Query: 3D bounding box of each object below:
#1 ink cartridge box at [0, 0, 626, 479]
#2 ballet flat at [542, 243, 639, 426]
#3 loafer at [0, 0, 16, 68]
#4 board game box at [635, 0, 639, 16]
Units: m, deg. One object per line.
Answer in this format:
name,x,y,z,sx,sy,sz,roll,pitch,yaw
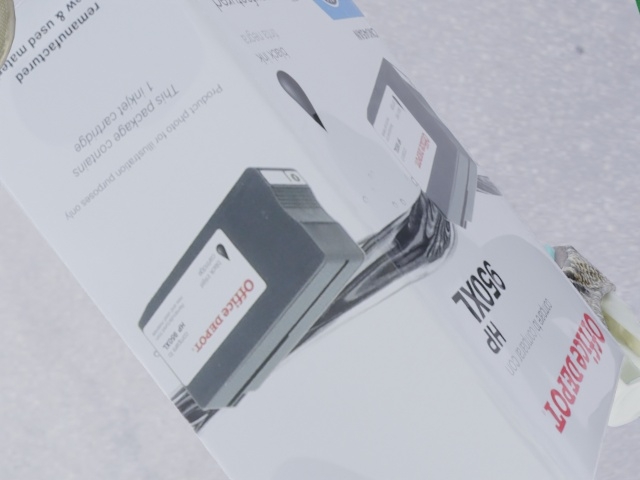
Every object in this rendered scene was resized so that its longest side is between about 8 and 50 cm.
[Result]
ink cartridge box,0.000,0.000,0.862,0.166,0.285,0.395,-38,89,20
ballet flat,0.235,0.106,1.322,0.182,0.483,0.164,28,98,11
loafer,-0.242,-0.044,0.551,0.102,0.268,0.092,64,168,-17
board game box,0.327,-0.152,1.151,0.046,0.213,0.317,-18,86,30
